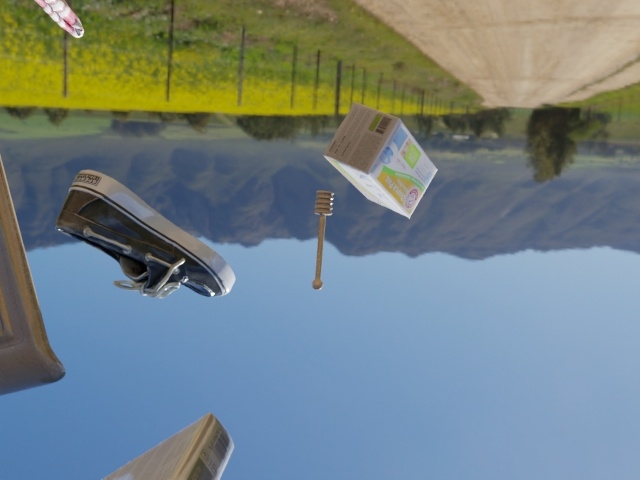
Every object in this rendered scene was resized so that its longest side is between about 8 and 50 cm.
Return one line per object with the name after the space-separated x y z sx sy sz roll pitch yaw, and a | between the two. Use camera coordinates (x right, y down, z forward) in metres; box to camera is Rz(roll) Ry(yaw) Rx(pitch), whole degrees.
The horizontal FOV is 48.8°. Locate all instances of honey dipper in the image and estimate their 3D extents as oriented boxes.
0.000 0.000 1.143 0.030 0.161 0.030 5 178 0 | honey dipper

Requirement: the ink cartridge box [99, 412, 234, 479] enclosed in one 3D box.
-0.161 0.220 0.561 0.179 0.045 0.145 -35 -177 4 | ink cartridge box

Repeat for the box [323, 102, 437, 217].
0.113 -0.140 1.273 0.103 0.114 0.203 28 175 35 | box

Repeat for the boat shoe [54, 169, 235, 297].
-0.239 0.025 0.996 0.113 0.105 0.306 7 155 33 | boat shoe

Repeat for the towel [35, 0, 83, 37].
-0.329 -0.316 0.750 0.029 0.144 0.197 -35 160 1 | towel

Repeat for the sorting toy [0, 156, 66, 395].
-0.313 0.013 0.495 0.307 0.229 0.041 -16 -178 27 | sorting toy
